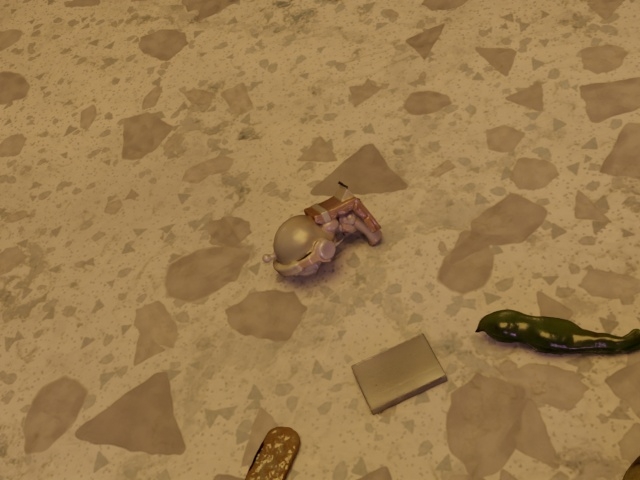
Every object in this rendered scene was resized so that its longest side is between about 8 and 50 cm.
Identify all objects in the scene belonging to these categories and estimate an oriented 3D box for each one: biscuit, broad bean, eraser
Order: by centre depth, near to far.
[{"bbox_3d":[0.432,0.158,1.530,0.317,0.056,0.098,-3,46,9],"label":"broad bean"},{"bbox_3d":[-0.086,0.393,1.533,0.071,0.018,0.147,12,56,23],"label":"biscuit"},{"bbox_3d":[0.142,0.241,1.576,0.150,0.023,0.104,-25,49,-1],"label":"eraser"}]

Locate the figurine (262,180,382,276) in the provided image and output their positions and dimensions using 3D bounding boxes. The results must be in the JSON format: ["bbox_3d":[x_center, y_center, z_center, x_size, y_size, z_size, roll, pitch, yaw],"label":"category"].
[{"bbox_3d":[-0.002,-0.003,1.760,0.236,0.141,0.162,-36,22,-8],"label":"figurine"}]

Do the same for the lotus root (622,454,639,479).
[{"bbox_3d":[0.574,0.340,1.282,0.278,0.154,0.154,-24,49,-8],"label":"lotus root"}]
